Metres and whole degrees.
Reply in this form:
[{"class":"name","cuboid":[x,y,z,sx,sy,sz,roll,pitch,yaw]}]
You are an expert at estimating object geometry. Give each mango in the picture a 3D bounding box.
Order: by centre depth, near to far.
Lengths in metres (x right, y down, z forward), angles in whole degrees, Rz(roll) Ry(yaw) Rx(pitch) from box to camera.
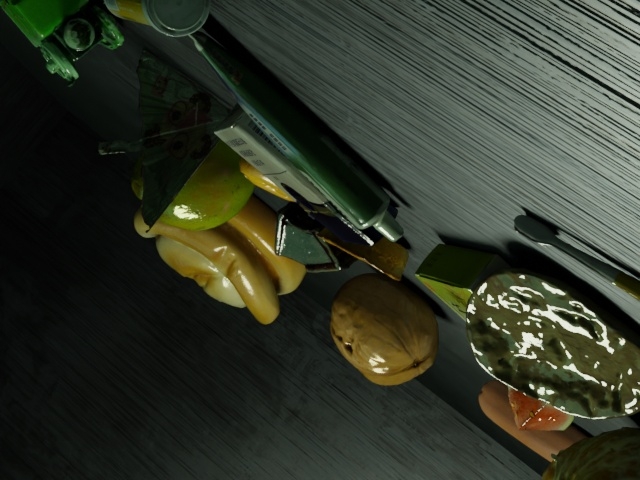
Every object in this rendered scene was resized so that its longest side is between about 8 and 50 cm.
[{"class":"mango","cuboid":[-0.065,-0.103,1.694,0.101,0.066,0.187,21,168,44]}]

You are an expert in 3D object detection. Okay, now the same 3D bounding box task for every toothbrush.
[{"class":"toothbrush","cuboid":[0.292,0.047,0.956,0.288,0.021,0.024,34,-178,37]}]

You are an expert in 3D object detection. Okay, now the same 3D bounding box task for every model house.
[{"class":"model house","cuboid":[0.003,-0.002,1.921,0.152,0.106,0.165,26,-154,14]}]

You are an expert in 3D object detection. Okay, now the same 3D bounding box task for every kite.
[{"class":"kite","cuboid":[-0.251,-0.174,1.696,0.268,0.323,0.013,-12,162,22]}]

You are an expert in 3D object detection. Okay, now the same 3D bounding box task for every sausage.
[{"class":"sausage","cuboid":[0.423,0.364,2.041,0.289,0.086,0.086,34,171,46]}]

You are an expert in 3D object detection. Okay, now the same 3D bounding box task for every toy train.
[{"class":"toy train","cuboid":[-0.428,-0.360,1.709,0.188,0.132,0.243,50,170,-17]}]

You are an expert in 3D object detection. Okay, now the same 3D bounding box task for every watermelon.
[{"class":"watermelon","cuboid":[0.370,0.288,1.794,0.125,0.094,0.135,46,170,13]}]

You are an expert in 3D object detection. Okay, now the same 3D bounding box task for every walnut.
[{"class":"walnut","cuboid":[0.116,0.164,1.960,0.222,0.195,0.195,37,173,33]}]

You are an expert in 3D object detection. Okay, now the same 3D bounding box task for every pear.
[{"class":"pear","cuboid":[-0.219,-0.107,1.788,0.187,0.220,0.187,22,124,37]}]

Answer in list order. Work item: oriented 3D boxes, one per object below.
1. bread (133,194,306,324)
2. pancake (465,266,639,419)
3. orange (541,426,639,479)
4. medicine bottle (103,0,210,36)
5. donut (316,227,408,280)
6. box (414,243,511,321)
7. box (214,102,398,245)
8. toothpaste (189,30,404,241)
[{"class":"bread","cuboid":[-0.236,0.002,2.493,0.424,0.245,0.329,36,174,-3]},{"class":"pancake","cuboid":[0.272,0.113,1.197,0.242,0.050,0.242,25,145,19]},{"class":"orange","cuboid":[0.416,0.419,1.435,0.249,0.329,0.329,25,178,-17]},{"class":"medicine bottle","cuboid":[-0.198,-0.283,1.217,0.074,0.074,0.218,43,174,-29]},{"class":"donut","cuboid":[0.070,0.006,1.628,0.152,0.058,0.152,31,-178,-1]},{"class":"box","cuboid":[0.261,0.112,1.365,0.260,0.062,0.175,41,173,-16]},{"class":"box","cuboid":[-0.022,-0.097,1.465,0.259,0.071,0.168,41,173,-12]},{"class":"toothpaste","cuboid":[-0.032,-0.132,1.331,0.392,0.061,0.099,43,-175,-15]}]
